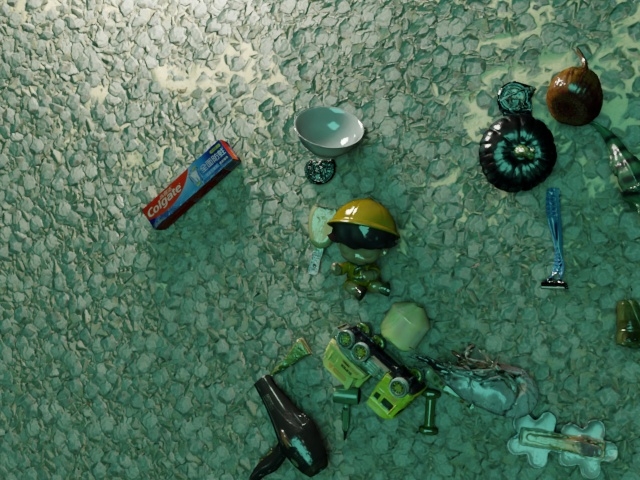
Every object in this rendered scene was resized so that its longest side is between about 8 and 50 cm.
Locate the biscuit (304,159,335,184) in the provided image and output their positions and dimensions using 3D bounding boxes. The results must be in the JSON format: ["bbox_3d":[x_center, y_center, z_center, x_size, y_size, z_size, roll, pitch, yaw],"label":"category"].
[{"bbox_3d":[-0.001,-0.196,1.966,0.087,0.027,0.089,41,101,14],"label":"biscuit"}]

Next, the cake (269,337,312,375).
[{"bbox_3d":[-0.080,0.334,1.961,0.055,0.051,0.140,43,102,12],"label":"cake"}]

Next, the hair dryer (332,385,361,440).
[{"bbox_3d":[0.068,0.467,1.917,0.071,0.047,0.150,4,95,16],"label":"hair dryer"}]

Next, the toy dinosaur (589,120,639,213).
[{"bbox_3d":[0.739,-0.168,1.714,0.079,0.120,0.292,-29,56,25],"label":"toy dinosaur"}]

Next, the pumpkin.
[{"bbox_3d":[0.483,-0.215,1.759,0.194,0.150,0.194,-9,64,19],"label":"pumpkin"}]

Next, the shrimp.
[{"bbox_3d":[0.378,0.332,1.775,0.342,0.116,0.145,21,84,7],"label":"shrimp"}]

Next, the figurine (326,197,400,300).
[{"bbox_3d":[0.108,0.017,1.858,0.192,0.167,0.257,5,112,5],"label":"figurine"}]

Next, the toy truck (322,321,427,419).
[{"bbox_3d":[0.128,0.342,1.853,0.272,0.124,0.157,41,115,21],"label":"toy truck"}]

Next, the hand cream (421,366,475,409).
[{"bbox_3d":[0.335,0.373,1.844,0.165,0.037,0.057,29,97,10],"label":"hand cream"}]

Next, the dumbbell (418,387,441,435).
[{"bbox_3d":[0.283,0.443,1.846,0.052,0.046,0.118,5,89,13],"label":"dumbbell"}]

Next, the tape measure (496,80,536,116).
[{"bbox_3d":[0.494,-0.358,1.803,0.094,0.054,0.091,8,89,11],"label":"tape measure"}]

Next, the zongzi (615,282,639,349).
[{"bbox_3d":[0.775,0.186,1.710,0.130,0.062,0.154,7,74,-3],"label":"zongzi"}]

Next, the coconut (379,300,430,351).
[{"bbox_3d":[0.222,0.212,1.838,0.116,0.116,0.122,39,105,15],"label":"coconut"}]

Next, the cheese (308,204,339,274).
[{"bbox_3d":[0.000,0.000,1.954,0.096,0.037,0.192,14,92,18],"label":"cheese"}]

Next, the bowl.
[{"bbox_3d":[0.017,-0.274,1.917,0.189,0.189,0.086,25,136,17],"label":"bowl"}]

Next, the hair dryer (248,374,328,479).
[{"bbox_3d":[-0.161,0.580,1.967,0.359,0.120,0.304,-49,67,19],"label":"hair dryer"}]

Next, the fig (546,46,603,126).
[{"bbox_3d":[0.634,-0.380,1.745,0.133,0.146,0.201,21,56,13],"label":"fig"}]

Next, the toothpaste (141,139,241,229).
[{"bbox_3d":[-0.373,-0.157,2.063,0.320,0.066,0.076,-40,77,12],"label":"toothpaste"}]

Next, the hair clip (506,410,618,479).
[{"bbox_3d":[0.588,0.497,1.740,0.256,0.075,0.146,5,87,24],"label":"hair clip"}]

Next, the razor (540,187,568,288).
[{"bbox_3d":[0.582,-0.005,1.772,0.082,0.042,0.254,-8,82,58],"label":"razor"}]
